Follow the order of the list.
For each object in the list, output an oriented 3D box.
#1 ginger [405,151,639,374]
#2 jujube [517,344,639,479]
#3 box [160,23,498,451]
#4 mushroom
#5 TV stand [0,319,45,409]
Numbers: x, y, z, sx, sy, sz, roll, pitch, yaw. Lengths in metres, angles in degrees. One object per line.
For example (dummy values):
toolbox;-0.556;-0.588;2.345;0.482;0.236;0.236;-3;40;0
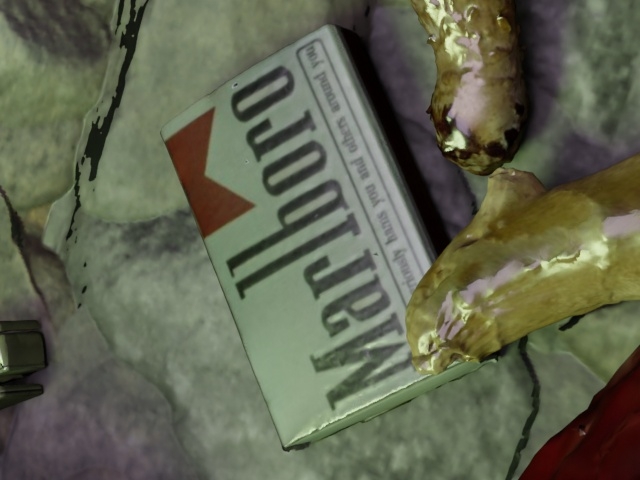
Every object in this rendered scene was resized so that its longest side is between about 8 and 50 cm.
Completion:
ginger;0.170;0.009;0.649;0.295;0.086;0.131;-13;86;29
jujube;0.151;0.197;0.562;0.258;0.258;0.376;26;104;27
box;0.000;0.000;0.772;0.115;0.036;0.177;-29;76;26
mushroom;0.059;-0.141;0.710;0.227;0.148;0.217;-23;96;36
TV stand;-0.260;0.102;0.913;0.249;0.036;0.042;-22;80;27
